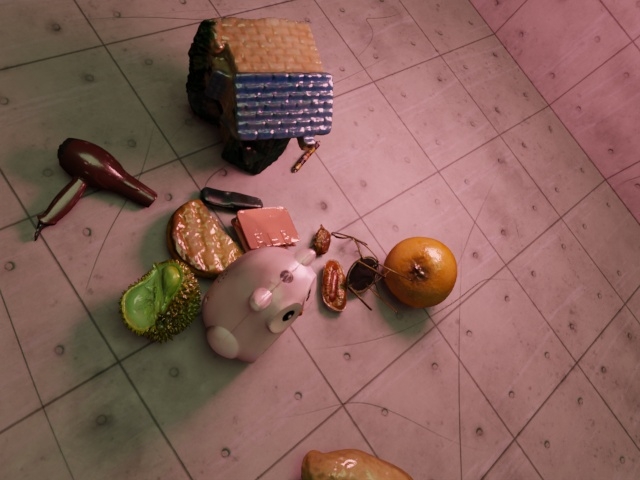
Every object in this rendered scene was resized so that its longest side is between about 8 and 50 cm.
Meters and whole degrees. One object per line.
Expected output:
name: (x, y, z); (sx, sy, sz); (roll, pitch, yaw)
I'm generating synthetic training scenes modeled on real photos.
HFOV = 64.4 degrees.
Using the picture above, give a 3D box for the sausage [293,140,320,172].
sausage: (-0.052, -0.327, 1.965); (0.028, 0.025, 0.198); (39, 58, -2)

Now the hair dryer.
hair dryer: (-0.710, -0.112, 1.534); (0.312, 0.123, 0.340); (37, 68, -19)

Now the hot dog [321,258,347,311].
hot dog: (0.048, 0.157, 1.781); (0.099, 0.053, 0.192); (13, 65, -29)

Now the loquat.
loquat: (0.358, 0.113, 1.831); (0.263, 0.263, 0.263); (10, 64, -21)

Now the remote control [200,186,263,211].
remote control: (-0.302, -0.136, 1.747); (0.222, 0.042, 0.072); (10, 48, -24)

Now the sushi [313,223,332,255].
sushi: (0.003, -0.001, 1.825); (0.060, 0.061, 0.118); (26, 50, -41)

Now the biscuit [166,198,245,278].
biscuit: (-0.382, 0.005, 1.624); (0.213, 0.091, 0.274); (-30, 84, -35)

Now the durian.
durian: (-0.447, 0.177, 1.457); (0.200, 0.176, 0.237); (20, 66, 35)

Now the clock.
clock: (-0.177, 0.164, 1.483); (0.250, 0.376, 0.368); (44, 53, 4)

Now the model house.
model house: (-0.214, -0.432, 1.687); (0.395, 0.445, 0.400); (-13, 74, -30)

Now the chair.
chair: (0.153, 0.109, 1.778); (0.160, 0.326, 0.170); (9, 108, -39)

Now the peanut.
peanut: (0.117, 0.729, 1.498); (0.387, 0.169, 0.192); (26, 64, -9)

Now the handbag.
handbag: (-0.184, -0.033, 1.717); (0.212, 0.059, 0.157); (-9, 65, -42)
